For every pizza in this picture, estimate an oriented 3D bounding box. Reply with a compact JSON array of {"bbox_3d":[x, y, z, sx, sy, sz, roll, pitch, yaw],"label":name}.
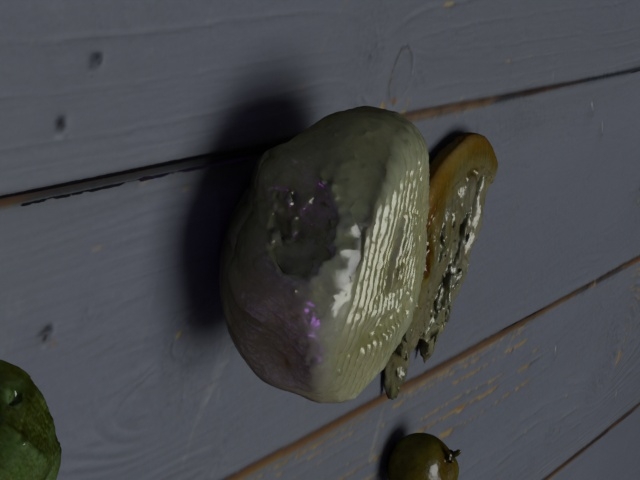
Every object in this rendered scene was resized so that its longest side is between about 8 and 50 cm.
[{"bbox_3d":[0.103,0.028,1.660,0.181,0.034,0.262,-20,126,-62],"label":"pizza"}]

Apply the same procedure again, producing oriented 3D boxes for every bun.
[{"bbox_3d":[0.000,0.000,1.284,0.220,0.134,0.220,14,90,-73],"label":"bun"}]

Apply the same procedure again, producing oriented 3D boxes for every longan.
[{"bbox_3d":[0.106,0.222,1.757,0.075,0.083,0.075,38,39,-40],"label":"longan"}]

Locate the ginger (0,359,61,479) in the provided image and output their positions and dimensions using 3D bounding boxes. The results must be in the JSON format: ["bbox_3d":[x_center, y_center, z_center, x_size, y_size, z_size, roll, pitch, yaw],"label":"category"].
[{"bbox_3d":[-0.235,0.178,0.961,0.290,0.089,0.137,-46,165,-52],"label":"ginger"}]
